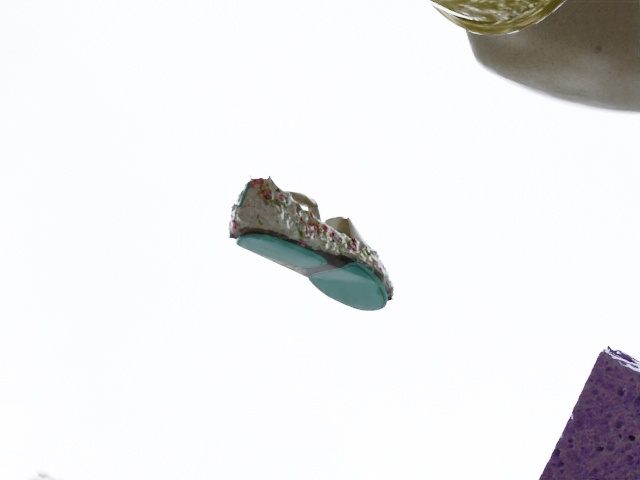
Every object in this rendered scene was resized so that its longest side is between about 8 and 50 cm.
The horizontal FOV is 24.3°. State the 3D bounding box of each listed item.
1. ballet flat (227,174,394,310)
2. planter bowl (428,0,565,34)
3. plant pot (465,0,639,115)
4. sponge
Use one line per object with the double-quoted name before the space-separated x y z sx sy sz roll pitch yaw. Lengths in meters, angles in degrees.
"ballet flat" 0.000 0.000 1.515 0.091 0.241 0.077 -13 -118 33
"planter bowl" 0.063 -0.220 0.791 0.090 0.217 0.217 -1 -115 -31
"plant pot" 0.226 -0.239 1.354 0.190 0.284 0.284 -10 -112 15
"sponge" 0.254 0.172 0.990 0.210 0.031 0.117 31 -71 20
